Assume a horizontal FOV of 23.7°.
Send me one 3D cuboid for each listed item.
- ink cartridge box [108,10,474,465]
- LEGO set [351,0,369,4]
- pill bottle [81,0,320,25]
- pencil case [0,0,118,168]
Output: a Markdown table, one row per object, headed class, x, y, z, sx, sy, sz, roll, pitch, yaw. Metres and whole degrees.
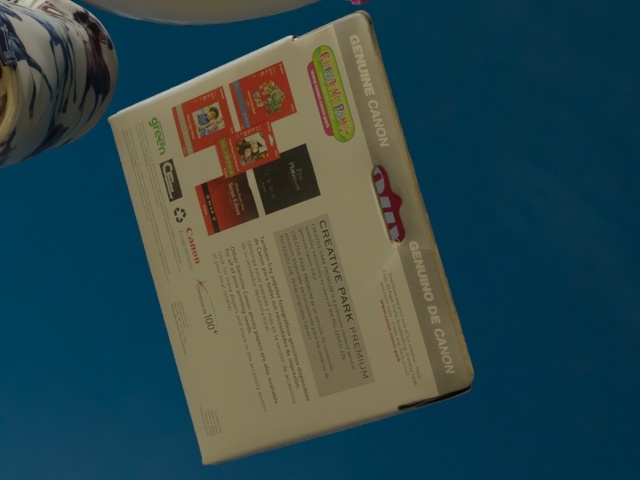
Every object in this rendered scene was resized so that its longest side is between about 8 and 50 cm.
| class | x | y | z | sx | sy | sz | roll | pitch | yaw |
| --- | --- | --- | --- | --- | --- | --- | --- | --- | --- |
| ink cartridge box | 0.000 | 0.000 | 1.256 | 0.272 | 0.130 | 0.309 | -19 | -96 | 33 |
| LEGO set | -0.030 | -0.256 | 1.322 | 0.227 | 0.093 | 0.087 | 11 | -63 | 40 |
| pill bottle | -0.070 | -0.247 | 0.364 | 0.224 | 0.392 | 0.224 | -8 | -124 | 13 |
| pencil case | -0.310 | -0.162 | 1.452 | 0.160 | 0.410 | 0.183 | 11 | -81 | 4 |
